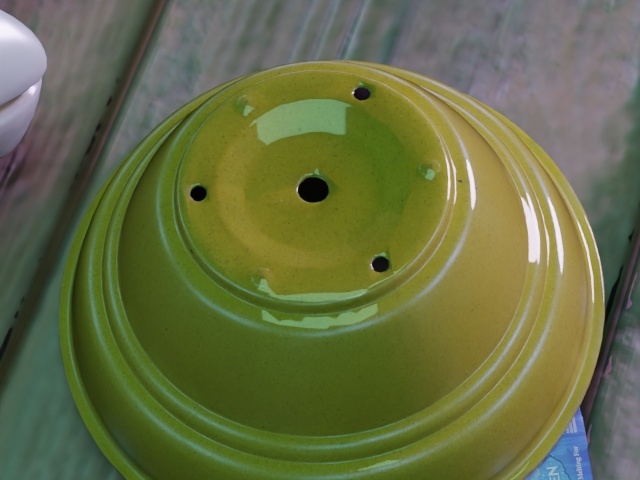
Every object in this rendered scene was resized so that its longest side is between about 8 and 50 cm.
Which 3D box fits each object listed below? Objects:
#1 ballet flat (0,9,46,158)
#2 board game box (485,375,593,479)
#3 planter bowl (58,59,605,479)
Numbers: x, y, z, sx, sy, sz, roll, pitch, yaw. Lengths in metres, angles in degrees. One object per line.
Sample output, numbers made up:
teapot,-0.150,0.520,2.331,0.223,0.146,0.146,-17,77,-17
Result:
ballet flat,-0.176,-0.141,0.662,0.182,0.164,0.483,22,59,-25
board game box,0.059,0.101,0.628,0.090,0.020,0.090,-8,68,1
planter bowl,0.000,0.000,0.620,0.217,0.090,0.217,-2,61,4
